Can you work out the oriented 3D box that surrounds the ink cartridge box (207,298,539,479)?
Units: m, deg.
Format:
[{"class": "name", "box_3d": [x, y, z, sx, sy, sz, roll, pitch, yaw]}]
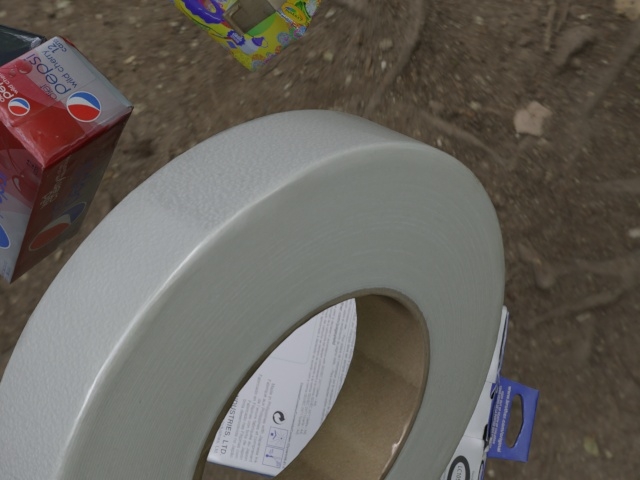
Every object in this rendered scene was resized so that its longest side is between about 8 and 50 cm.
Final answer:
[{"class": "ink cartridge box", "box_3d": [0.081, 0.197, 1.143, 0.396, 0.151, 0.270, 11, 78, 7]}]

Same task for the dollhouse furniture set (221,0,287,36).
[{"class": "dollhouse furniture set", "box_3d": [-0.134, -0.418, 1.216, 0.212, 0.161, 0.242, -47, 106, -14]}]

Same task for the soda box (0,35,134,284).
[{"class": "soda box", "box_3d": [-0.245, -0.058, 0.755, 0.083, 0.092, 0.263, 47, 147, 1]}]

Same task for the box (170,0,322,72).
[{"class": "box", "box_3d": [-0.138, -0.536, 1.692, 0.290, 0.279, 0.177, 39, 144, -22]}]

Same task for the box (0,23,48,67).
[{"class": "box", "box_3d": [-0.547, -0.216, 1.346, 0.296, 0.294, 0.182, 15, 80, -1]}]

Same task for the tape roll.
[{"class": "tape roll", "box_3d": [-0.023, 0.111, 0.576, 0.072, 0.392, 0.392, 28, 111, 37]}]
